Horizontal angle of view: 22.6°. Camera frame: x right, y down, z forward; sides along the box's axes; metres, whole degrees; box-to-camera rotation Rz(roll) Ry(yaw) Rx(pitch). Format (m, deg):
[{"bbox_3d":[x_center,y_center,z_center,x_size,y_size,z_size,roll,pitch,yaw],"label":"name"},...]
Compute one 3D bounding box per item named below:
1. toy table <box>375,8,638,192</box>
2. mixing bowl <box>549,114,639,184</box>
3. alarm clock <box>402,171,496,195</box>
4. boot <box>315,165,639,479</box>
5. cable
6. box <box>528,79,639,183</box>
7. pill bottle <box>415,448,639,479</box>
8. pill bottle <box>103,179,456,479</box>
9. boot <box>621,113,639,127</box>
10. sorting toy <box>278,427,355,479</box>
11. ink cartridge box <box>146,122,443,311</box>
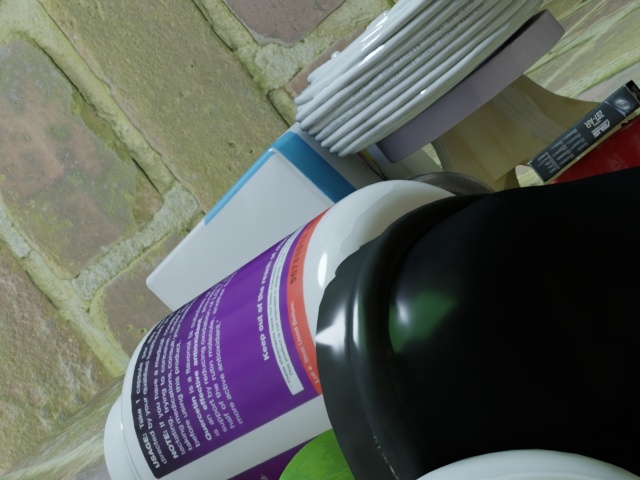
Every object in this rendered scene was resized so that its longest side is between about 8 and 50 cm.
[{"bbox_3d":[0.173,-0.089,1.495,0.252,0.161,0.274,-40,5,-9],"label":"toy table"},{"bbox_3d":[0.209,-0.012,0.984,0.181,0.098,0.181,-38,6,5],"label":"mixing bowl"},{"bbox_3d":[0.120,0.003,1.343,0.192,0.129,0.064,-12,1,-14],"label":"alarm clock"},{"bbox_3d":[0.186,-0.011,0.553,0.348,0.131,0.260,-13,-16,-46],"label":"boot"},{"bbox_3d":[0.087,-0.172,1.448,0.257,0.089,0.257,-35,7,36],"label":"cable"},{"bbox_3d":[0.181,-0.075,1.084,0.083,0.018,0.067,-40,-2,16],"label":"box"},{"bbox_3d":[0.060,0.150,0.350,0.161,0.161,0.283,-38,5,6],"label":"pill bottle"},{"bbox_3d":[-0.013,0.098,1.089,0.323,0.181,0.181,-32,9,45],"label":"pill bottle"},{"bbox_3d":[0.299,-0.106,1.164,0.207,0.094,0.246,-34,13,9],"label":"boot"},{"bbox_3d":[0.047,0.158,0.827,0.365,0.127,0.126,-45,-21,-33],"label":"sorting toy"},{"bbox_3d":[0.000,0.000,1.588,0.198,0.197,0.270,-45,3,25],"label":"ink cartridge box"}]
